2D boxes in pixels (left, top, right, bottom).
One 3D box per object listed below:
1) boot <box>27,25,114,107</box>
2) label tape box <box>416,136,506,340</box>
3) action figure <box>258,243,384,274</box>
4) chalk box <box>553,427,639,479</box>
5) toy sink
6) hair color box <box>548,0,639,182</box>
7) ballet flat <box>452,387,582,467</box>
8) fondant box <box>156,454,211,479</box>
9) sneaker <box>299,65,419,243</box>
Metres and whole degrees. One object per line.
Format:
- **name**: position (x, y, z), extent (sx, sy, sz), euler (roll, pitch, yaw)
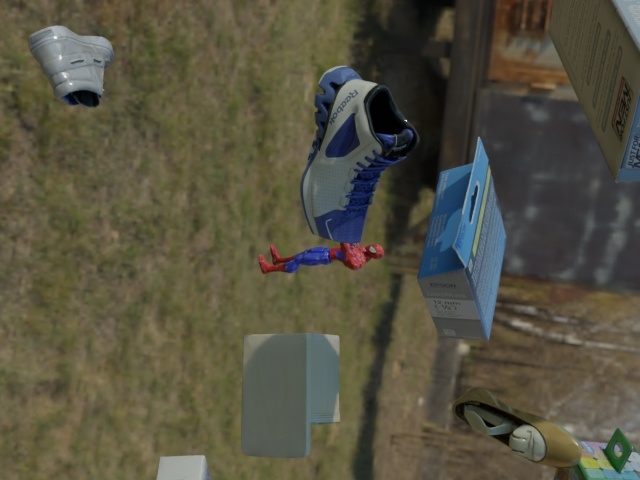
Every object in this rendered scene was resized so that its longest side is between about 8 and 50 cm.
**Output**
- **boot**: position (-0.408, -0.280, 1.794), extent (0.258, 0.095, 0.123), euler (-17, 85, -77)
- **label tape box**: position (0.267, 0.002, 2.026), extent (0.348, 0.115, 0.249), euler (61, 38, -52)
- **action figure**: position (0.000, 0.000, 2.248), extent (0.091, 0.280, 0.139), euler (-44, 128, -57)
- **chalk box**: position (0.471, 0.418, 1.757), extent (0.132, 0.132, 0.213), euler (-104, -160, -69)
- **toy sink**: position (-0.055, 0.300, 2.051), extent (0.131, 0.152, 0.234), euler (13, 74, -57)
- **hair color box**: position (0.415, -0.266, 1.421), extent (0.375, 0.113, 0.185), euler (-95, -176, -48)
- **ballet flat**: position (0.306, 0.308, 1.683), extent (0.073, 0.232, 0.080), euler (-12, 113, -39)
- **fondant box**: position (-0.254, 0.614, 2.058), extent (0.238, 0.096, 0.330), euler (-87, 171, -49)
- **sneaker**: position (0.071, -0.141, 1.855), extent (0.127, 0.182, 0.316), euler (-7, 107, -40)
